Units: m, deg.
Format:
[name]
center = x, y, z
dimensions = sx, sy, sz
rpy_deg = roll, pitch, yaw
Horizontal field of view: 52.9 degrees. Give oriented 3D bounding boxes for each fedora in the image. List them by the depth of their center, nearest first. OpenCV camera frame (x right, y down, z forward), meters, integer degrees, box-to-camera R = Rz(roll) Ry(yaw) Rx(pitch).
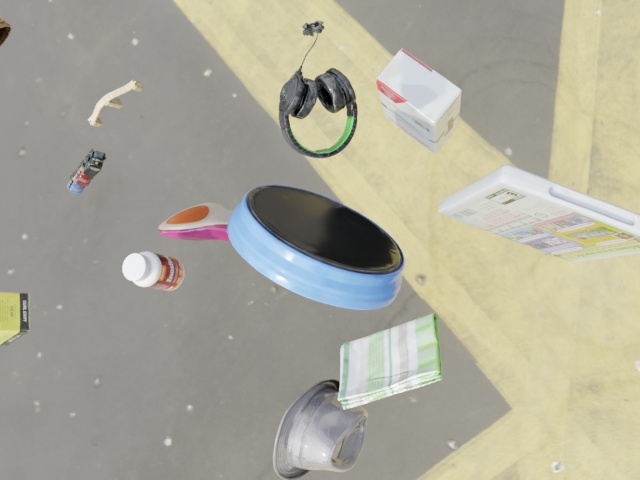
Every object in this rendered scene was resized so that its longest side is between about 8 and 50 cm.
[fedora]
center = 0.023, 0.450, 1.480
dimensions = 0.124, 0.275, 0.244
rpy_deg = 16, 97, 30

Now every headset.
[headset]
center = -0.004, -0.441, 1.915
dimensions = 0.185, 0.243, 0.394
rpy_deg = -157, 56, -65

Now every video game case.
[video game case]
center = 0.254, -0.023, 0.732
dimensions = 0.193, 0.212, 0.023
rpy_deg = 20, 82, -4

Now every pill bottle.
[pill bottle]
center = -0.401, 0.073, 1.547
dimensions = 0.086, 0.152, 0.086
rpy_deg = -4, 80, 21

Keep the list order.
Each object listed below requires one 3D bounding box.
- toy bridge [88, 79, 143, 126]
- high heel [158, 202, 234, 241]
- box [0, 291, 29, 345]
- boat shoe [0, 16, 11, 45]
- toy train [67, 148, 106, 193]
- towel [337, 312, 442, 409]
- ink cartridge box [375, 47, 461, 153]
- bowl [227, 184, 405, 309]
[toy bridge]
center = -0.566, -0.377, 1.751
dimensions = 0.188, 0.063, 0.026
rpy_deg = -34, 79, 20
[high heel]
center = -0.226, -0.004, 1.679
dimensions = 0.377, 0.181, 0.127
rpy_deg = -5, 34, 11
[box]
center = -0.503, 0.098, 0.818
dimensions = 0.087, 0.232, 0.058
rpy_deg = -27, 65, 42
[boat shoe]
center = -0.729, -0.388, 1.322
dimensions = 0.123, 0.116, 0.324
rpy_deg = -44, 31, 42
[toy train]
center = -0.366, -0.102, 1.001
dimensions = 0.158, 0.027, 0.036
rpy_deg = -20, 61, 55
[towel]
center = 0.092, 0.162, 0.883
dimensions = 0.152, 0.023, 0.113
rpy_deg = -25, 37, 23
[ink cartridge box]
center = 0.268, -0.368, 1.739
dimensions = 0.197, 0.273, 0.114
rpy_deg = 40, 89, 14
[bowl]
center = 0.000, 0.000, 1.355
dimensions = 0.391, 0.391, 0.077
rpy_deg = 40, 118, 33
